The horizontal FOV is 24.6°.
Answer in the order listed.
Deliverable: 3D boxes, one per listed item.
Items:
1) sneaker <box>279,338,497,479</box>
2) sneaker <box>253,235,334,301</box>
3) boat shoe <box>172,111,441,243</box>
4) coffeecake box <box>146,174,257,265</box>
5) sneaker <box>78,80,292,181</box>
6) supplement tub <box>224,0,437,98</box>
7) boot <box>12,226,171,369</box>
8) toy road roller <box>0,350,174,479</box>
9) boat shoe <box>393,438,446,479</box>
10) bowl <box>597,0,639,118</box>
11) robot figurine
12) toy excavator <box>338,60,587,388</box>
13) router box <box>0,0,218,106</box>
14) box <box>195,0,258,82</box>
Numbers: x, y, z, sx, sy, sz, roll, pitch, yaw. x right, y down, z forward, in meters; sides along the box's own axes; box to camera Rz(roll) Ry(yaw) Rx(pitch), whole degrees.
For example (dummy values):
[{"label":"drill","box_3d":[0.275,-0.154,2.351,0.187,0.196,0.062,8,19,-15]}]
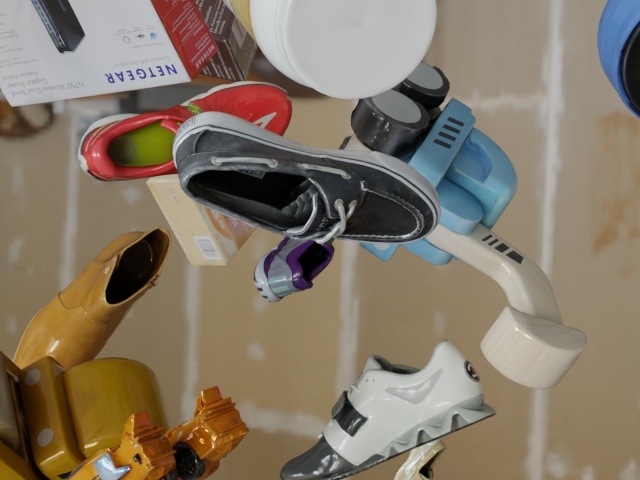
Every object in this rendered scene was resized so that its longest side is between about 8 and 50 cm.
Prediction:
[{"label":"sneaker","box_3d":[0.074,0.242,2.060,0.330,0.146,0.122,-27,171,17]},{"label":"sneaker","box_3d":[0.000,0.000,2.037,0.098,0.224,0.083,-9,128,42]},{"label":"boat shoe","box_3d":[-0.007,-0.043,1.511,0.301,0.108,0.102,19,-147,-22]},{"label":"coffeecake box","box_3d":[-0.131,-0.079,1.975,0.068,0.142,0.185,0,-141,38]},{"label":"sneaker","box_3d":[-0.158,-0.124,1.813,0.279,0.107,0.118,-18,-170,-13]},{"label":"supplement tub","box_3d":[0.001,-0.206,1.175,0.144,0.144,0.200,3,-154,-20]},{"label":"boot","box_3d":[-0.325,0.103,2.055,0.104,0.295,0.211,38,163,-11]},{"label":"toy road roller","box_3d":[-0.330,0.228,1.832,0.240,0.202,0.329,-29,140,7]},{"label":"boat shoe","box_3d":[0.152,0.356,2.259,0.050,0.135,0.045,-9,-141,-47]},{"label":"bowl","box_3d":[0.590,-0.287,2.070,0.391,0.077,0.391,-2,143,-2]},{"label":"robot figurine","box_3d":[-0.214,0.271,1.667,0.211,0.085,0.291,-14,160,-44]},{"label":"toy excavator","box_3d":[0.208,-0.025,2.138,0.445,0.222,0.433,30,-147,2]},{"label":"router box","box_3d":[-0.342,-0.338,1.946,0.335,0.301,0.082,-4,-144,34]},{"label":"box","box_3d":[-0.216,-0.400,2.572,0.203,0.168,0.167,13,163,14]}]
